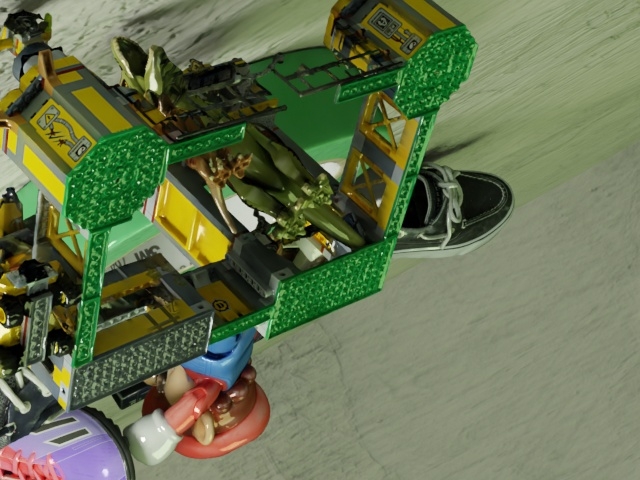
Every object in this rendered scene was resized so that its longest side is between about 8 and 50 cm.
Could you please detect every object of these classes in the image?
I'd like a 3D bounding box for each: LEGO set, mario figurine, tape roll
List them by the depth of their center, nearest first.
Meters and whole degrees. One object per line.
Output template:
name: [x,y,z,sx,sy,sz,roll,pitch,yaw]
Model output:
LEGO set: [-0.091,-0.063,0.910,0.331,0.192,0.255,-27,144,-30]
tape roll: [-0.101,-0.038,1.233,0.321,0.077,0.321,-28,174,-3]
mario figurine: [-0.141,0.113,1.691,0.198,0.170,0.320,-19,144,-29]

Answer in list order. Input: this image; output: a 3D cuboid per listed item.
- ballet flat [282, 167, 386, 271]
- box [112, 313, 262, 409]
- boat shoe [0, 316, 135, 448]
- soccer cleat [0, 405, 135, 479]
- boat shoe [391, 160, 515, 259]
ballet flat: [0.000,0.000,1.787,0.096,0.095,0.280,2,147,-24]
box: [-0.173,0.106,1.883,0.207,0.108,0.153,-27,174,-10]
boat shoe: [-0.295,0.122,1.537,0.158,0.127,0.340,-36,179,24]
soccer cleat: [-0.327,0.226,1.715,0.318,0.108,0.116,14,-157,43]
boat shoe: [0.130,-0.046,1.952,0.306,0.113,0.105,-6,156,-30]
